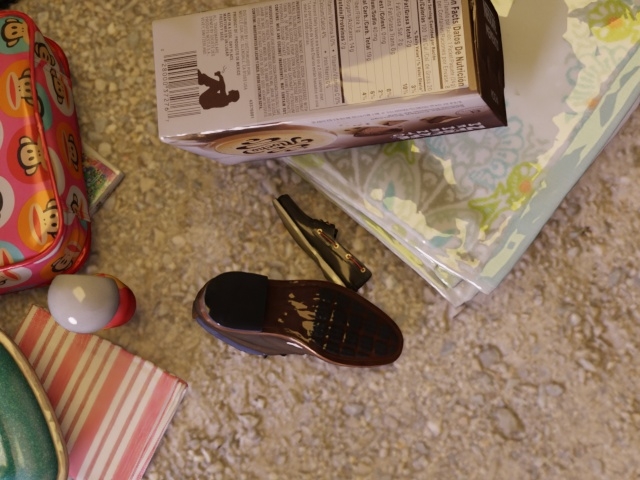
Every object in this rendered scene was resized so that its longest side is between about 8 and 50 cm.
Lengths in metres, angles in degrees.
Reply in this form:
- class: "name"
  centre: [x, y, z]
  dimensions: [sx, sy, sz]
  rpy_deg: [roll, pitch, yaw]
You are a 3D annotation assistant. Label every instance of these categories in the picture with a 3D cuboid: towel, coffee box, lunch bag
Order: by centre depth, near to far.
- class: "coffee box"
  centre: [0.015, -0.155, 1.057]
  dimensions: [0.297, 0.168, 0.119]
  rpy_deg: [-6, 84, 16]
- class: "towel"
  centre: [0.144, -0.165, 1.147]
  dimensions: [0.320, 0.090, 0.374]
  rpy_deg: [39, 97, 13]
- class: "towel"
  centre: [-0.253, 0.170, 1.193]
  dimensions: [0.197, 0.029, 0.144]
  rpy_deg: [25, 85, 12]
- class: "lunch bag"
  centre: [-0.388, -0.081, 1.197]
  dimensions: [0.258, 0.120, 0.293]
  rpy_deg: [-12, 76, 7]

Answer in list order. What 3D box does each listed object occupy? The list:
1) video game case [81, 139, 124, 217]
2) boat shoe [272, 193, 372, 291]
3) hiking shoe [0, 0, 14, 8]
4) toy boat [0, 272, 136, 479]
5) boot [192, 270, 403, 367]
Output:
- class: "video game case"
  centre: [-0.320, -0.064, 1.256]
  dimensions: [0.157, 0.019, 0.143]
  rpy_deg: [37, 84, 14]
- class: "boat shoe"
  centre: [0.000, 0.000, 1.186]
  dimensions: [0.042, 0.049, 0.133]
  rpy_deg: [-40, 78, -8]
- class: "hiking shoe"
  centre: [-0.465, -0.299, 1.278]
  dimensions: [0.304, 0.113, 0.132]
  rpy_deg: [-26, 76, 1]
- class: "toy boat"
  centre: [-0.320, 0.136, 1.112]
  dimensions: [0.318, 0.148, 0.267]
  rpy_deg: [-39, 82, 0]
- class: "boot"
  centre: [-0.028, 0.083, 1.165]
  dimensions: [0.219, 0.106, 0.082]
  rpy_deg: [18, 75, -18]
